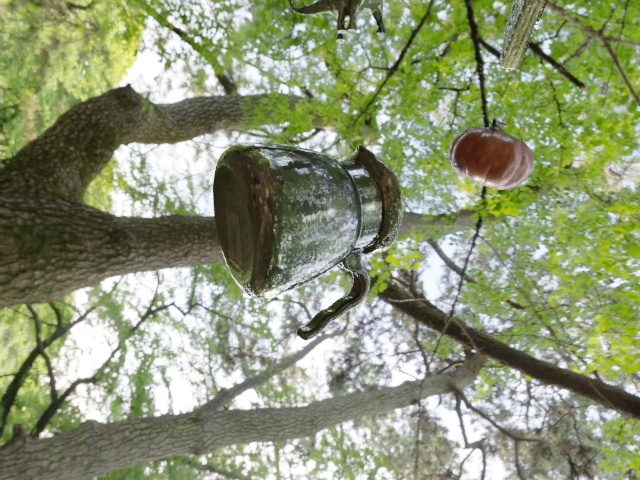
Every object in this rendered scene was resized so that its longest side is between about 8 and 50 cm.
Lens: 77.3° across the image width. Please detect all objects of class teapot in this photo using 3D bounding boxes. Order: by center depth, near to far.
[{"bbox_3d":[0.008,-0.010,0.623,0.223,0.286,0.304,-32,-107,61],"label":"teapot"}]

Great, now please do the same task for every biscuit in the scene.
[{"bbox_3d":[0.445,-0.507,0.877,0.150,0.052,0.252,91,19,-56],"label":"biscuit"}]

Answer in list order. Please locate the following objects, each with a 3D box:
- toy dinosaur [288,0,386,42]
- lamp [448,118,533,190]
[{"bbox_3d":[0.067,-0.506,0.858,0.363,0.077,0.147,7,-83,39],"label":"toy dinosaur"},{"bbox_3d":[0.379,-0.190,0.885,0.182,0.182,0.140,44,-58,44],"label":"lamp"}]
